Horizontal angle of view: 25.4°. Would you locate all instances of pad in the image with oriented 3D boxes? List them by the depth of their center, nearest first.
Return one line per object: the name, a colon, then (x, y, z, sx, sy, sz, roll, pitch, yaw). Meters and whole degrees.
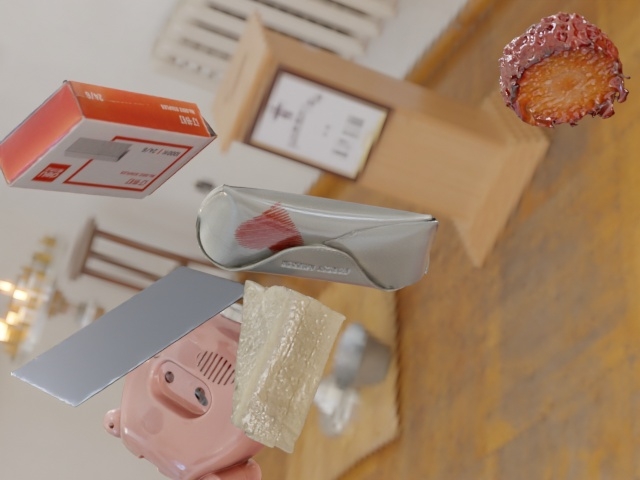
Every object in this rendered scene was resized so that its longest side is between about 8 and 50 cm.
pad: (-0.207, 0.101, 1.573, 0.170, 0.245, 0.006, 11, 128, 53)

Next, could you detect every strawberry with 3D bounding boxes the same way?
strawberry: (0.266, -0.190, 1.578, 0.145, 0.145, 0.086, -60, 30, 34)

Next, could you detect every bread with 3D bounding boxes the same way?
bread: (-0.049, 0.119, 1.369, 0.105, 0.077, 0.152, 0, 62, 60)

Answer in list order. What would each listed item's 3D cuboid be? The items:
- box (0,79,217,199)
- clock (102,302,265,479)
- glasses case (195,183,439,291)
box: (-0.219, -0.100, 1.478, 0.123, 0.229, 0.050, -36, 71, 24)
clock: (-0.157, 0.195, 1.894, 0.142, 0.227, 0.241, -3, -60, -63)
glasses case: (0.000, -0.001, 1.776, 0.128, 0.308, 0.083, 114, 161, -61)
